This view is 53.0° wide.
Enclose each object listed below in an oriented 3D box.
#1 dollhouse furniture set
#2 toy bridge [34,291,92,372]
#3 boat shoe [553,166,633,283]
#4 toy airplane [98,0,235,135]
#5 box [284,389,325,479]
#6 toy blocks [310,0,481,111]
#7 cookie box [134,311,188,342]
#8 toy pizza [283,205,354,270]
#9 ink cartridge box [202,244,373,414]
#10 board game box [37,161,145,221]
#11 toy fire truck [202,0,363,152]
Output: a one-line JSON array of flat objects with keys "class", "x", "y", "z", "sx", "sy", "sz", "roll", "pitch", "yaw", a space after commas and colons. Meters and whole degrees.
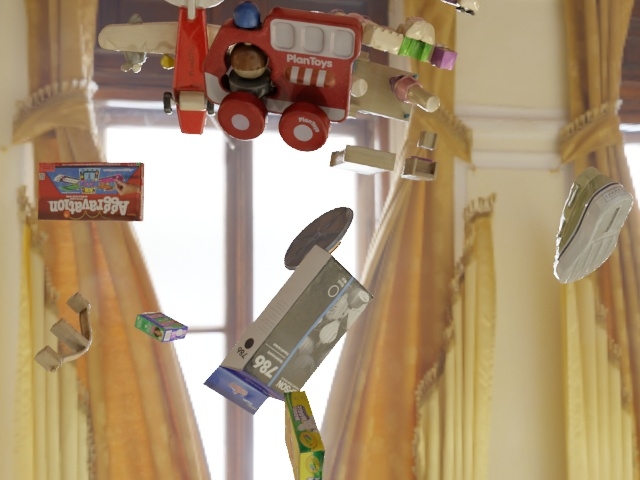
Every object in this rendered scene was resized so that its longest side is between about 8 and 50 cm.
[{"class": "dollhouse furniture set", "x": 0.178, "y": -0.335, "z": 1.753, "sx": 0.286, "sy": 0.304, "sz": 0.198, "roll": 10, "pitch": -179, "yaw": -11}, {"class": "toy bridge", "x": -0.392, "y": 0.151, "z": 1.007, "sx": 0.026, "sy": 0.063, "sz": 0.188, "roll": -35, "pitch": -158, "yaw": 10}, {"class": "boat shoe", "x": 0.516, "y": -0.024, "z": 1.247, "sx": 0.109, "sy": 0.094, "sz": 0.302, "roll": -17, "pitch": 146, "yaw": -11}, {"class": "toy airplane", "x": -0.359, "y": -0.545, "z": 1.797, "sx": 0.384, "sy": 0.386, "sz": 0.272, "roll": -43, "pitch": -164, "yaw": 5}, {"class": "box", "x": -0.026, "y": 0.335, "z": 1.022, "sx": 0.043, "sy": 0.105, "sz": 0.179, "roll": -4, "pitch": -158, "yaw": -13}, {"class": "toy blocks", "x": 0.160, "y": -0.498, "z": 1.516, "sx": 0.288, "sy": 0.309, "sz": 0.260, "roll": 4, "pitch": -153, "yaw": -32}, {"class": "cookie box", "x": -0.422, "y": 0.228, "z": 1.699, "sx": 0.107, "sy": 0.040, "sz": 0.091, "roll": 21, "pitch": -172, "yaw": 27}, {"class": "toy pizza", "x": 0.000, "y": 0.000, "z": 1.448, "sx": 0.032, "sy": 0.201, "sz": 0.201, "roll": 48, "pitch": 154, "yaw": -22}, {"class": "ink cartridge box", "x": -0.053, "y": 0.185, "z": 1.208, "sx": 0.065, "sy": 0.333, "sz": 0.165, "roll": 33, "pitch": 172, "yaw": 48}, {"class": "board game box", "x": -0.564, "y": -0.119, "z": 1.573, "sx": 0.281, "sy": 0.145, "sz": 0.027, "roll": 1, "pitch": -179, "yaw": 13}, {"class": "toy fire truck", "x": -0.077, "y": -0.328, "z": 1.224, "sx": 0.301, "sy": 0.169, "sz": 0.254, "roll": 11, "pitch": 136, "yaw": 6}]
